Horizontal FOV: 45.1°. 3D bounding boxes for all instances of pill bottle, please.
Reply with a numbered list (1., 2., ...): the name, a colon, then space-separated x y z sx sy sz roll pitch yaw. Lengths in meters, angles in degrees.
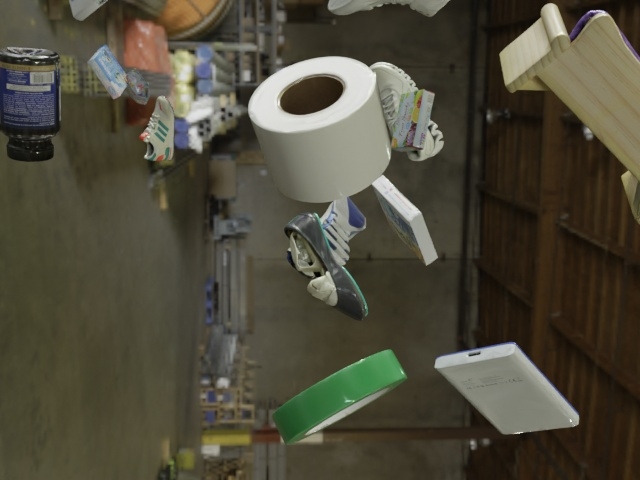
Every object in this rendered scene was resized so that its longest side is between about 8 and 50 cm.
1. pill bottle: -0.598 -0.279 1.584 0.123 0.123 0.219 -99 -165 -68

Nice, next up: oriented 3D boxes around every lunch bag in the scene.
1. lunch bag: -0.486 -0.406 2.052 0.083 0.053 0.071 54 -17 -6

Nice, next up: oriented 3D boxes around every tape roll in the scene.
1. tape roll: 0.001 -0.212 1.466 0.246 0.246 0.169 -94 170 -47
2. tape roll: 0.045 0.363 1.781 0.077 0.321 0.321 60 -12 15

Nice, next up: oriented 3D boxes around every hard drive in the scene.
1. hard drive: 0.449 0.361 1.847 0.319 0.210 0.040 45 45 -30

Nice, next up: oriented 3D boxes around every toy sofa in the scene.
1. toy sofa: 0.469 -0.215 1.229 0.177 0.362 0.150 -41 -160 30

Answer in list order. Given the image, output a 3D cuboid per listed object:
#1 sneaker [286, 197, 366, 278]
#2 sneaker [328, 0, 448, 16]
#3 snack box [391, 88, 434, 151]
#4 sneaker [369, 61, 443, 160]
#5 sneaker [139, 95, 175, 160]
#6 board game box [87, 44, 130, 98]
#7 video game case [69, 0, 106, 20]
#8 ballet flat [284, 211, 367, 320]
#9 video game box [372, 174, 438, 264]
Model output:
1. sneaker: 0.000 0.001 2.127 0.127 0.182 0.315 51 32 -14
2. sneaker: 0.159 -0.515 1.626 0.293 0.169 0.108 -10 -120 51
3. snack box: 0.224 -0.291 1.879 0.100 0.037 0.141 5 -98 64
4. sneaker: 0.212 -0.338 2.028 0.292 0.110 0.118 55 42 -3
5. sneaker: -0.395 -0.266 1.852 0.057 0.075 0.161 33 -54 49
6. board game box: -0.436 -0.349 1.593 0.090 0.020 0.090 58 19 -28
7. video game case: -0.564 -0.781 1.978 0.036 0.300 0.328 7 61 -58
8. ballet flat: 0.000 0.048 1.227 0.203 0.074 0.074 62 -13 19
9. video game box: 0.227 -0.054 2.075 0.187 0.048 0.205 54 -5 42
